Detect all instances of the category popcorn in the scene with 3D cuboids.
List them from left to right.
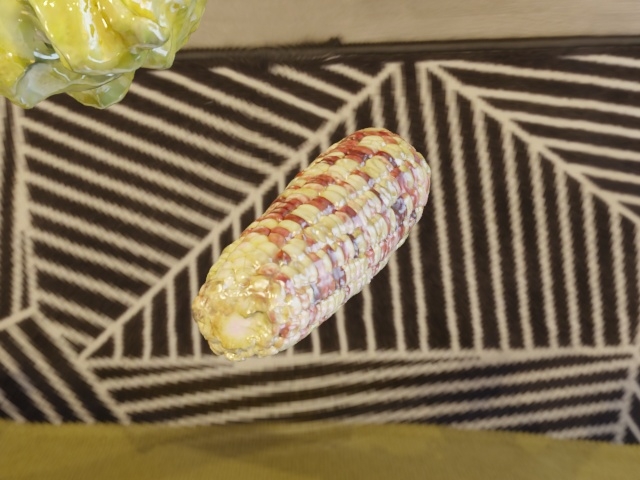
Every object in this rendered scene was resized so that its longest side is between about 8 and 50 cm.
[{"bbox_3d":[-0.162,-0.170,0.876,0.187,0.185,0.167,-16,85,22],"label":"popcorn"}]

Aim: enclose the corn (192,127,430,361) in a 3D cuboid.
[{"bbox_3d":[0.000,0.000,0.901,0.086,0.253,0.086,12,119,22],"label":"corn"}]
